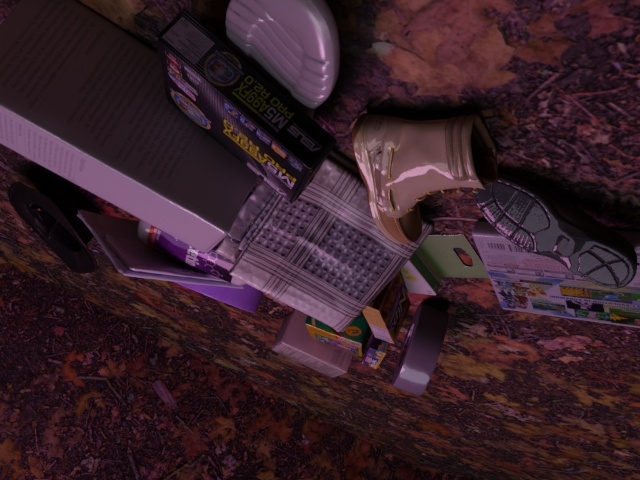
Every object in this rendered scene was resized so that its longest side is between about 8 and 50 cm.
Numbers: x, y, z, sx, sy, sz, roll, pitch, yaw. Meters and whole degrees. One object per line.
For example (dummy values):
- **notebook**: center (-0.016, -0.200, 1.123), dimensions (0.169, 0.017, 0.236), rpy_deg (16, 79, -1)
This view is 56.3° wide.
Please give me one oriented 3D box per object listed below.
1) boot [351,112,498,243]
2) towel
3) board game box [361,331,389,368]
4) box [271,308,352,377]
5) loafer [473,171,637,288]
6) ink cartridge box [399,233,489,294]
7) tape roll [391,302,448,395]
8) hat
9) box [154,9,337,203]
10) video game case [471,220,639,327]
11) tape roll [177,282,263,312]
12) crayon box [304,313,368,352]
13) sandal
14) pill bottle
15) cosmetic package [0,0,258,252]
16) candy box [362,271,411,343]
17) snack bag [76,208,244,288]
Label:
- **boot**: center (0.178, -0.088, 0.947), dimensions (0.204, 0.095, 0.262), rpy_deg (5, 135, 31)
- **towel**: center (0.000, 0.000, 1.123), dimensions (0.324, 0.056, 0.312), rpy_deg (32, 116, -13)
- **board game box**: center (0.162, 0.256, 1.612), dimensions (0.048, 0.141, 0.170), rpy_deg (20, 155, 6)
- **box**: center (-0.018, 0.334, 1.937), dimensions (0.232, 0.126, 0.148), rpy_deg (27, 155, -8)
- **loafer**: center (0.367, -0.025, 0.941), dimensions (0.268, 0.084, 0.096), rpy_deg (36, 132, 13)
- **ink cartridge box**: center (0.218, 0.052, 1.263), dimensions (0.235, 0.056, 0.171), rpy_deg (3, 148, 41)
- **tape roll**: center (0.244, 0.267, 1.472), dimensions (0.072, 0.219, 0.219), rpy_deg (20, 155, 7)
- **hat**: center (-0.735, -0.063, 1.737), dimensions (0.331, 0.134, 0.331), rpy_deg (25, 141, 21)
- **box**: center (-0.113, -0.181, 0.883), dimensions (0.270, 0.060, 0.216), rpy_deg (40, 166, -3)
- **video game case**: center (0.473, 0.068, 1.101), dimensions (0.329, 0.036, 0.300), rpy_deg (5, 150, 32)
- **tape roll**: center (-0.293, 0.114, 1.679), dimensions (0.275, 0.090, 0.275), rpy_deg (22, 174, 2)
- **crayon box**: center (0.055, 0.257, 1.728), dimensions (0.165, 0.081, 0.278), rpy_deg (18, 164, 10)
- **sandal**: center (-0.043, -0.248, 0.837), dimensions (0.169, 0.102, 0.416), rpy_deg (40, 165, 0)
- **pill bottle**: center (-0.231, -0.014, 1.351), dimensions (0.323, 0.181, 0.181), rpy_deg (24, 155, -2)
- **cosmetic package**: center (-0.327, -0.194, 1.019), dimensions (0.453, 0.230, 0.161), rpy_deg (31, 155, -15)
- **candy box**: center (0.144, 0.138, 1.304), dimensions (0.053, 0.109, 0.186), rpy_deg (16, 156, 25)
- **snack bag**: center (-0.382, 0.016, 1.451), dimensions (0.323, 0.037, 0.342), rpy_deg (11, -163, -42)
